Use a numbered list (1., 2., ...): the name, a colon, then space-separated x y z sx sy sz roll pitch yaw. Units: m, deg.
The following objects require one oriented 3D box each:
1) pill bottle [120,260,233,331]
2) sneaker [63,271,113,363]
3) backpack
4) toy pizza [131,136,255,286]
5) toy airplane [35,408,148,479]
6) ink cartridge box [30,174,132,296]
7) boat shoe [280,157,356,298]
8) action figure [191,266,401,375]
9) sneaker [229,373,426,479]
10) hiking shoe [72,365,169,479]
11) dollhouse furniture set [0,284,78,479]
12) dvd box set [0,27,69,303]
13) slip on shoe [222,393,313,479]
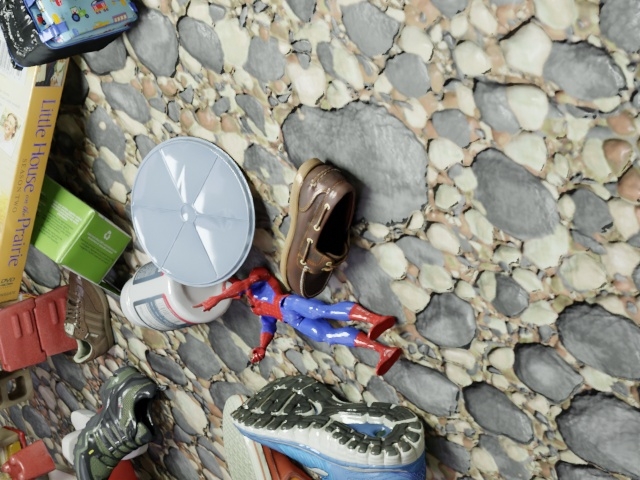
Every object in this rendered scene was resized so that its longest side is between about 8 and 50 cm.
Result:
1. pill bottle: -0.212 0.075 1.685 0.180 0.108 0.108 -16 108 54
2. sneaker: -0.399 0.131 1.981 0.066 0.071 0.188 22 137 36
3. backpack: -0.326 -0.314 1.430 0.117 0.158 0.173 -22 92 46
4. toy pizza: -0.166 -0.038 1.553 0.201 0.032 0.201 7 103 29
5. toy airplane: -0.411 0.508 2.161 0.384 0.272 0.386 48 144 4
6. ink cartridge box: -0.382 -0.013 1.825 0.189 0.097 0.255 33 176 24
7. boat shoe: 0.000 0.000 1.404 0.073 0.073 0.207 34 142 26
8. action figure: -0.049 0.113 1.515 0.280 0.139 0.091 21 134 40
9. sneaker: 0.007 0.289 1.613 0.330 0.130 0.147 13 128 42
10. hiking shoe: -0.339 0.332 1.992 0.114 0.226 0.086 20 179 33
11. dollhouse furniture set: -0.528 0.266 2.098 0.201 0.152 0.373 7 110 46
12. dvd box set: -0.512 -0.159 1.692 0.308 0.062 0.420 28 112 30
13. slip on shoe: -0.059 0.387 1.811 0.331 0.101 0.123 64 153 5
